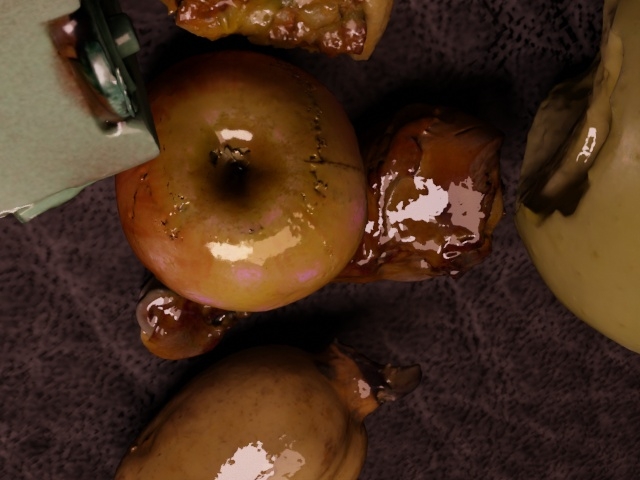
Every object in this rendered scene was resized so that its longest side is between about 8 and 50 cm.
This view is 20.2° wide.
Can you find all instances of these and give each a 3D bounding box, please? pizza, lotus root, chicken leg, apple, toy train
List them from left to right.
[{"bbox_3d":[-0.177,-0.149,0.797,0.129,0.159,0.326,-23,139,2],"label":"toy train"},{"bbox_3d":[-0.044,-0.031,0.975,0.146,0.146,0.146,-12,134,-12],"label":"apple"},{"bbox_3d":[-0.038,0.129,1.140,0.221,0.118,0.125,-39,166,11],"label":"lotus root"},{"bbox_3d":[-0.021,-0.144,0.942,0.134,0.046,0.175,-32,135,7],"label":"pizza"},{"bbox_3d":[0.000,-0.001,1.068,0.251,0.087,0.107,-25,115,10],"label":"chicken leg"},{"bbox_3d":[0.235,-0.056,0.974,0.279,0.279,0.279,-12,134,-12],"label":"apple"}]
